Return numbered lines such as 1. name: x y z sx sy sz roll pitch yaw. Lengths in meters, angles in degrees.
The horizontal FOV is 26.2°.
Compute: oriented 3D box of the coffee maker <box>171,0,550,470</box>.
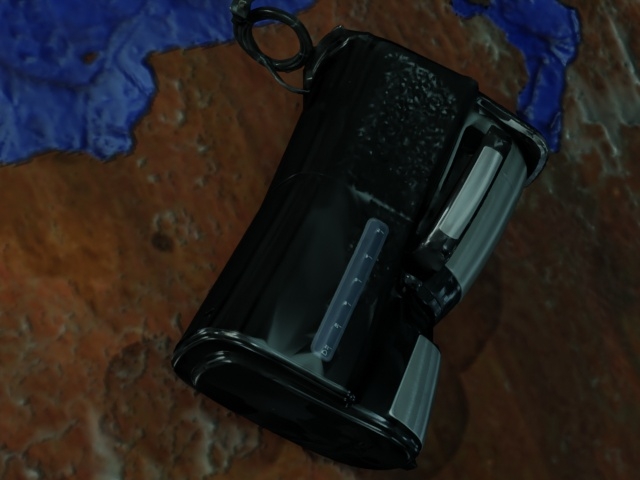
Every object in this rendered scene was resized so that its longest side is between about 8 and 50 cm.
1. coffee maker: 0.000 0.000 0.666 0.171 0.120 0.178 21 65 13
